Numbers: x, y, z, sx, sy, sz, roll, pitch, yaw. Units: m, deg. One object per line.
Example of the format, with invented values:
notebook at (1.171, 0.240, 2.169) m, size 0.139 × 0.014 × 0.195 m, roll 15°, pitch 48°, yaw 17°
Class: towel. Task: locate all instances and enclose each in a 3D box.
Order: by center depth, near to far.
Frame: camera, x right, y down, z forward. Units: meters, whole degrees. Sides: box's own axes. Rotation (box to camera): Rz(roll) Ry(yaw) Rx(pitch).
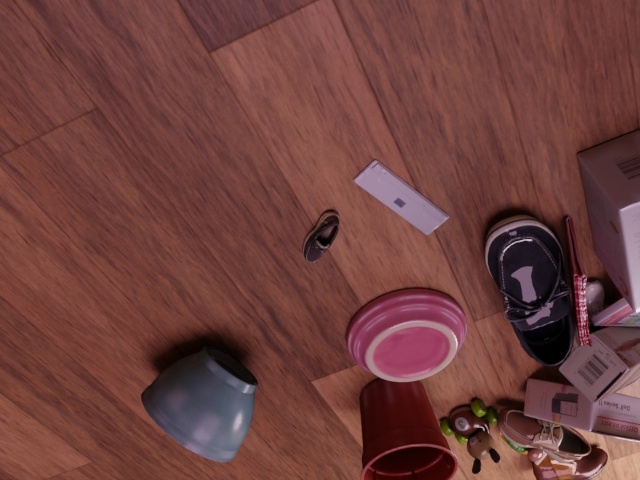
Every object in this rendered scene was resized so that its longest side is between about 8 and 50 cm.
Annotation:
towel at (0.631, 0.104, 1.597) m, size 0.031 × 0.199 × 0.275 m, roll -8°, pitch 133°, yaw 18°

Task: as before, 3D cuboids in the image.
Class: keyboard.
keyboard at (0.188, -0.094, 1.493) m, size 0.256 × 0.014 × 0.072 m, roll 33°, pitch 124°, yaw -29°

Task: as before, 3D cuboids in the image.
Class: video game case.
video game case at (0.877, 0.169, 1.692) m, size 0.285 × 0.025 × 0.204 m, roll 4°, pitch 145°, yaw -26°

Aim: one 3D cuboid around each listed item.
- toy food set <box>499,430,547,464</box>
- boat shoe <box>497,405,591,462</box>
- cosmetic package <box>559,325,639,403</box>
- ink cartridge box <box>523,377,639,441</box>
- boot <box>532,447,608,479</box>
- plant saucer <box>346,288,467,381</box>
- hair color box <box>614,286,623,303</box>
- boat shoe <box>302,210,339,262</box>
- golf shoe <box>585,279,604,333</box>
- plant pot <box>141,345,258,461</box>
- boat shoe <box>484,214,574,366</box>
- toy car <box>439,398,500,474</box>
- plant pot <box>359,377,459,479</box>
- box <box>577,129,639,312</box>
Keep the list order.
toy food set at (0.680, 0.649, 2.106) m, size 0.218 × 0.071 × 0.128 m, roll 39°, pitch 102°, yaw -13°
boat shoe at (0.699, 0.595, 2.025) m, size 0.324 × 0.123 × 0.116 m, roll 23°, pitch 152°, yaw -16°
cosmetic package at (0.800, 0.318, 1.760) m, size 0.296 × 0.129 × 0.153 m, roll -7°, pitch 135°, yaw -42°
ink cartridge box at (0.775, 0.482, 1.851) m, size 0.207 × 0.119 × 0.353 m, roll 14°, pitch 171°, yaw -20°
boot at (0.831, 0.707, 2.229) m, size 0.264 × 0.096 × 0.280 m, roll -21°, pitch 118°, yaw 12°
plant saucer at (0.238, 0.274, 1.761) m, size 0.332 × 0.084 × 0.332 m, roll -4°, pitch 131°, yaw -4°
hair color box at (0.891, 0.153, 1.767) m, size 0.167 × 0.053 × 0.093 m, roll -16°, pitch 130°, yaw 4°
boat shoe at (0.000, 0.000, 1.518) m, size 0.056 × 0.049 × 0.152 m, roll 13°, pitch 127°, yaw -18°
golf shoe at (0.742, 0.186, 1.754) m, size 0.069 × 0.086 × 0.176 m, roll -15°, pitch 129°, yaw 7°
plant pot at (-0.285, 0.400, 1.693) m, size 0.293 × 0.293 × 0.196 m, roll 36°, pitch 91°, yaw -31°
boat shoe at (0.543, 0.137, 1.642) m, size 0.187 × 0.156 × 0.500 m, roll -19°, pitch 128°, yaw 11°
toy car at (0.482, 0.620, 2.014) m, size 0.149 × 0.188 × 0.155 m, roll 35°, pitch 118°, yaw -31°
plant pot at (0.229, 0.550, 1.872) m, size 0.272 × 0.265 × 0.272 m, roll -4°, pitch 130°, yaw -5°
box at (0.726, -0.042, 1.474) m, size 0.168 × 0.215 × 0.345 m, roll -22°, pitch 130°, yaw 10°
